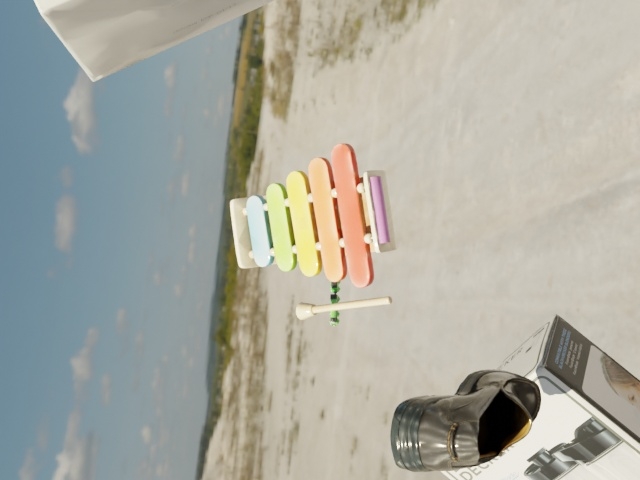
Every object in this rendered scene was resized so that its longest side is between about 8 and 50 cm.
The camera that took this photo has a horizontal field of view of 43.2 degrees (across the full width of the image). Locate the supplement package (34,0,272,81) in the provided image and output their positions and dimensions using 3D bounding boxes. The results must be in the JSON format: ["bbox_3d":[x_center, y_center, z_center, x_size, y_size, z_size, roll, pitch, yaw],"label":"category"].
[{"bbox_3d":[-0.139,-0.287,0.736,0.145,0.261,0.204,63,174,2],"label":"supplement package"}]

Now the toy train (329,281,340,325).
[{"bbox_3d":[0.023,0.101,1.351,0.024,0.017,0.083,46,-135,-76],"label":"toy train"}]

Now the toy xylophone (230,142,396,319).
[{"bbox_3d":[0.000,0.000,1.221,0.322,0.081,0.236,-19,82,44],"label":"toy xylophone"}]

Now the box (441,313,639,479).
[{"bbox_3d":[0.264,0.224,0.730,0.169,0.290,0.087,-51,-2,36],"label":"box"}]

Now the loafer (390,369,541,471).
[{"bbox_3d":[0.120,0.128,0.565,0.061,0.170,0.062,-3,93,40],"label":"loafer"}]
